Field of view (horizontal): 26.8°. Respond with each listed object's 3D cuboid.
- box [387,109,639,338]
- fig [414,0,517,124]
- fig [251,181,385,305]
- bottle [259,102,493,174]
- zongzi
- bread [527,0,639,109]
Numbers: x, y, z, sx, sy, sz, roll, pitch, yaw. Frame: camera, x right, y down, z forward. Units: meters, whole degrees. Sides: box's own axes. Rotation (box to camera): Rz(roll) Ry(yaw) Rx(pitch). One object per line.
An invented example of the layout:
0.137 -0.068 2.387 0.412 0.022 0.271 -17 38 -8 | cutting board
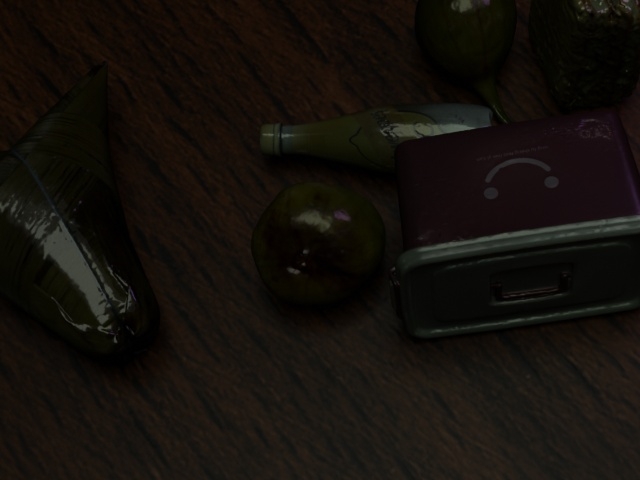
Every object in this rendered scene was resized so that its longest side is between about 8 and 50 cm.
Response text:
0.212 -0.018 1.443 0.294 0.193 0.167 -8 58 2 | box
0.197 -0.206 1.581 0.124 0.124 0.236 -27 91 -7 | fig
-0.001 0.003 1.481 0.153 0.121 0.136 -7 104 -18 | fig
0.064 -0.115 1.549 0.269 0.083 0.083 -1 67 6 | bottle
-0.248 -0.041 1.519 0.286 0.138 0.300 33 71 14 | zongzi
0.306 -0.250 1.526 0.102 0.196 0.138 -14 61 -5 | bread
